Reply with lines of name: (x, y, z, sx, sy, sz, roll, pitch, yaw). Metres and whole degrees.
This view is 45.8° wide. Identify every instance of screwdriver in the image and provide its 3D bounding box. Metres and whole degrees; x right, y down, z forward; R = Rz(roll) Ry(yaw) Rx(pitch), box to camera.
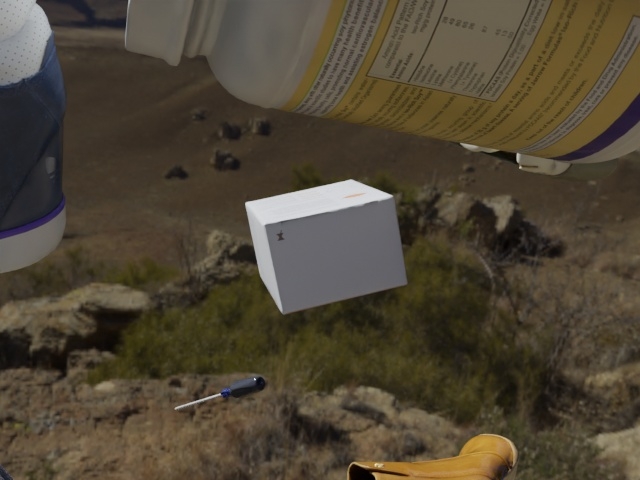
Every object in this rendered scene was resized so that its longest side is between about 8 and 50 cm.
screwdriver: (-0.139, 0.207, 0.996, 0.169, 0.024, 0.025, -24, 6, 30)

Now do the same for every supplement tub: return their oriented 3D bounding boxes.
supplement tub: (0.061, -0.187, 0.472, 0.331, 0.241, 0.241, 8, 17, -15)

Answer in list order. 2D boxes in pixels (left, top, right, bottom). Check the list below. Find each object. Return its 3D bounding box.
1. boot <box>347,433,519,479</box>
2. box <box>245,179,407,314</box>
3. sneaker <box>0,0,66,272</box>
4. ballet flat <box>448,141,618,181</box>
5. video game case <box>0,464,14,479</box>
boot: (0.136, 0.287, 0.910, 0.211, 0.104, 0.295, 10, 2, -5)
box: (0.000, 0.000, 0.790, 0.130, 0.091, 0.170, -12, 12, -9)
sneaker: (-0.317, -0.093, 0.439, 0.322, 0.236, 0.130, -3, 31, -10)
ballet flat: (0.224, -0.107, 0.858, 0.213, 0.072, 0.068, 26, 42, 36)
video game case: (-0.469, 0.374, 0.826, 0.329, 0.300, 0.036, -32, 24, -8)
